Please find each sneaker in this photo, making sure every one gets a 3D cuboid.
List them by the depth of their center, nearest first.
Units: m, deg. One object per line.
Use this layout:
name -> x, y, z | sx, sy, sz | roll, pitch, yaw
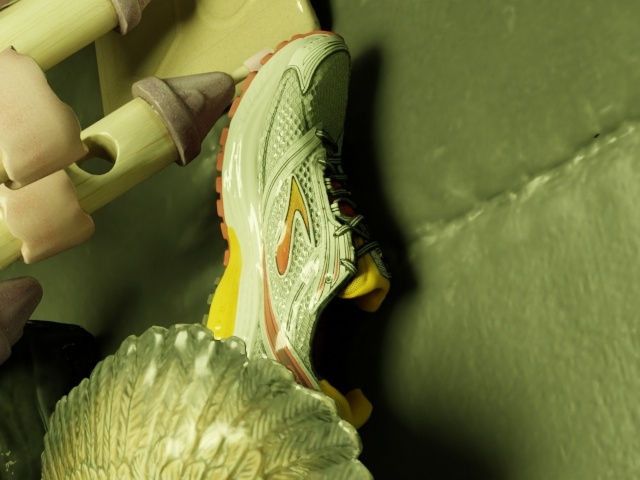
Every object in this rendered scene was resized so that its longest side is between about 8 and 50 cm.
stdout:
sneaker -> 0.000, 0.000, 0.930 | 0.092, 0.088, 0.225 | 1, 83, 28

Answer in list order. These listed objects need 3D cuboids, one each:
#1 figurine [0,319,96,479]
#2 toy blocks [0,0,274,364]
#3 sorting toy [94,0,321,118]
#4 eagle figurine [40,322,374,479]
figurine -> -0.220, 0.184, 1.122 | 0.215, 0.092, 0.209 | -30, 61, 43
toy blocks -> -0.199, -0.106, 1.006 | 0.288, 0.260, 0.309 | 49, 163, 17
sorting toy -> -0.079, -0.177, 1.077 | 0.193, 0.038, 0.208 | -30, 66, 42
eagle figurine -> -0.088, 0.184, 0.876 | 0.226, 0.225, 0.298 | 57, 166, 9
